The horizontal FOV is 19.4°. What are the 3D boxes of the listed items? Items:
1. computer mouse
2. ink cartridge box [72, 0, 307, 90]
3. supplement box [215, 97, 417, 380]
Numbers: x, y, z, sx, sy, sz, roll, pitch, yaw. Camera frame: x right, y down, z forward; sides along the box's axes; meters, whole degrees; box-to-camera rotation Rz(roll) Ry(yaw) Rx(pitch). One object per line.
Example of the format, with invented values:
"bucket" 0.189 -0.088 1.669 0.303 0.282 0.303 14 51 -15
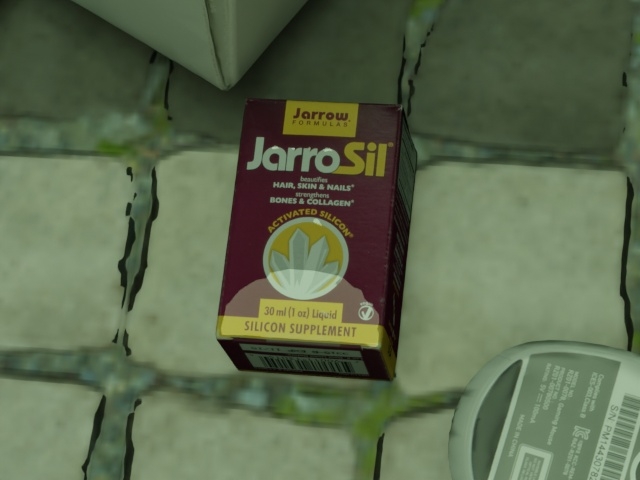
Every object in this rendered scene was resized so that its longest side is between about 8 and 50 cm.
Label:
"computer mouse" 0.133 0.081 0.568 0.193 0.042 0.106 18 79 8
"ink cartridge box" -0.085 -0.209 0.640 0.278 0.117 0.201 32 67 17
"supplement box" 0.000 0.000 0.611 0.055 0.043 0.083 2 71 9
